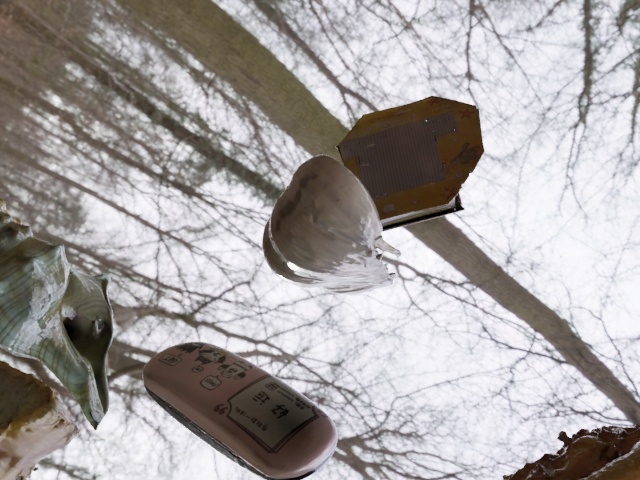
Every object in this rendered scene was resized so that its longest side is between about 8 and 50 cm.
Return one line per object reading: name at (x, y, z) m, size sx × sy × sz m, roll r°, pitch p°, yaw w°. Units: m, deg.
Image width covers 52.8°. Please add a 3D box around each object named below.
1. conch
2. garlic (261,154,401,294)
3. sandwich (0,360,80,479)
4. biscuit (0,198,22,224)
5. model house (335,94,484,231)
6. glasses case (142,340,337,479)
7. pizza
conch at (-0.290, 0.068, 0.675) m, size 0.114 × 0.234 × 0.137 m, roll -8°, pitch -148°, yaw 30°
garlic at (0.000, 0.000, 0.844) m, size 0.142 × 0.229 × 0.178 m, roll -28°, pitch -121°, yaw -18°
sandwich at (-0.341, 0.171, 0.482) m, size 0.226 × 0.087 × 0.251 m, roll 16°, pitch -133°, yaw 42°
biscuit at (-0.565, -0.056, 0.981) m, size 0.204 × 0.309 × 0.040 m, roll -50°, pitch 174°, yaw 40°
model house at (0.152, -0.094, 0.991) m, size 0.219 × 0.136 × 0.207 m, roll -15°, pitch -124°, yaw 10°
glasses case at (-0.115, 0.218, 0.862) m, size 0.314 × 0.122 × 0.075 m, roll 22°, pitch -54°, yaw 37°
pizza at (0.262, 0.243, 0.657) m, size 0.271 × 0.056 × 0.134 m, roll -26°, pitch -175°, yaw 0°
